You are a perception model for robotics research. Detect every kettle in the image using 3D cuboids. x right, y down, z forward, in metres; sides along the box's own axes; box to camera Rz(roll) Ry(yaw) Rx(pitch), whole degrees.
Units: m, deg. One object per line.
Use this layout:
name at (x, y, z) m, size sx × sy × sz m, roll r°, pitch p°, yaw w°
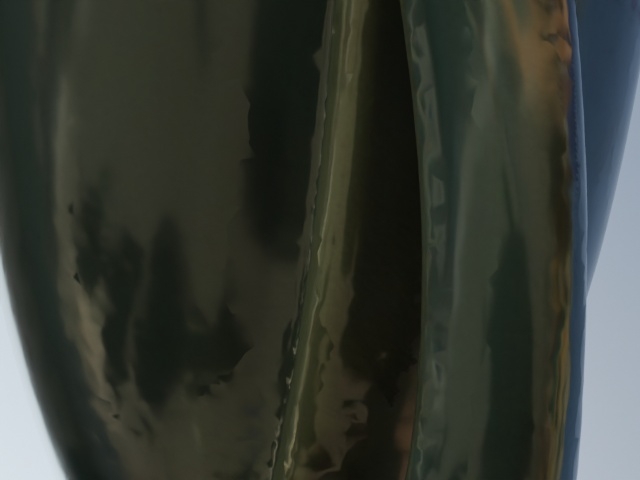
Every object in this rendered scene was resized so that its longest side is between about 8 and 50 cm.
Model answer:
kettle at (0.000, 0.000, 0.469) m, size 0.319 × 0.247 × 0.342 m, roll -150°, pitch -118°, yaw -71°
